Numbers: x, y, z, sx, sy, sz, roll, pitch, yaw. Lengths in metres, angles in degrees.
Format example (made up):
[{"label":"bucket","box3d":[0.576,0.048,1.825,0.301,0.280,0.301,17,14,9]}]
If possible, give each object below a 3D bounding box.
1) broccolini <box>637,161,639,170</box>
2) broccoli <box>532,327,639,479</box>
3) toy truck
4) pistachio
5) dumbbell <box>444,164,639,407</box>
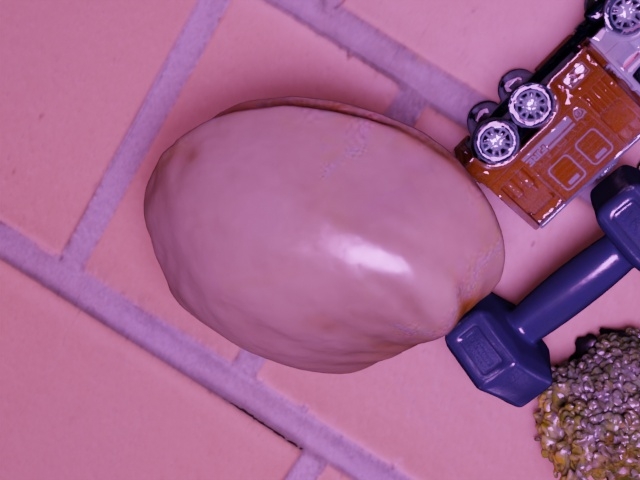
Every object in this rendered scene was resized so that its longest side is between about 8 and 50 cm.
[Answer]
[{"label":"broccolini","box3d":[0.415,-0.104,1.194,0.030,0.035,0.140,16,102,1]},{"label":"broccoli","box3d":[0.387,0.258,1.195,0.242,0.180,0.273,-7,100,15]},{"label":"toy truck","box3d":[0.313,-0.164,1.148,0.162,0.136,0.305,42,107,-9]},{"label":"pistachio","box3d":[0.000,0.000,1.165,0.446,0.281,0.365,8,123,18]},{"label":"dumbbell","box3d":[0.303,0.060,1.163,0.143,0.156,0.316,43,112,-9]}]
